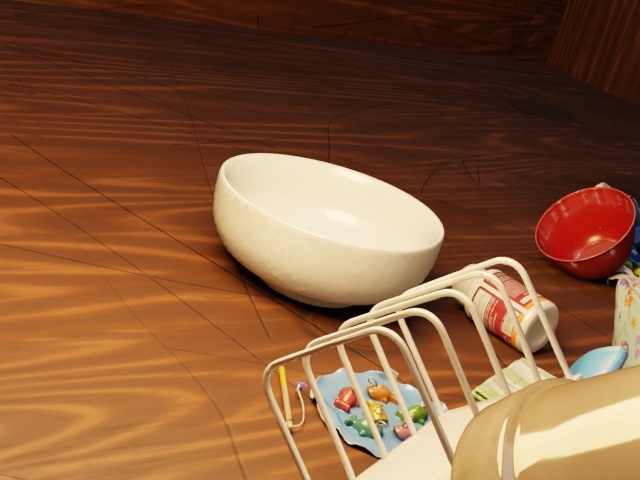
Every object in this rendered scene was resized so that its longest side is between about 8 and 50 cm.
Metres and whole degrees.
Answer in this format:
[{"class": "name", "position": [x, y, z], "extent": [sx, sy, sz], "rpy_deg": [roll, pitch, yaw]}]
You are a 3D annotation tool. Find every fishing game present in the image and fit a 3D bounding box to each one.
[{"class": "fishing game", "position": [0.080, 0.197, 1.449], "extent": [0.264, 0.041, 0.189], "rpy_deg": [15, 22, -8]}]

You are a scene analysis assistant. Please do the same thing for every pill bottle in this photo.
[{"class": "pill bottle", "position": [0.270, 0.096, 1.806], "extent": [0.086, 0.086, 0.152], "rpy_deg": [-3, 28, -44]}]

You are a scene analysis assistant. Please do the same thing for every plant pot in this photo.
[{"class": "plant pot", "position": [0.317, 0.225, 1.024], "extent": [0.323, 0.280, 0.323], "rpy_deg": [27, 43, -29]}]

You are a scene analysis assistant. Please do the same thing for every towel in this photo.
[{"class": "towel", "position": [0.279, 0.203, 1.620], "extent": [0.113, 0.023, 0.152], "rpy_deg": [26, 22, 26]}]

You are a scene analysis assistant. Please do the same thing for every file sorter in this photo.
[{"class": "file sorter", "position": [0.107, 0.144, 1.246], "extent": [0.193, 0.173, 0.277], "rpy_deg": [-22, 1, 37]}]

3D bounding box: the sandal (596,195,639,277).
[{"class": "sandal", "position": [0.617, 0.022, 2.215], "extent": [0.317, 0.138, 0.126], "rpy_deg": [28, 14, 24]}]

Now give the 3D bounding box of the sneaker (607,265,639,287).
[{"class": "sneaker", "position": [0.556, 0.086, 2.159], "extent": [0.109, 0.040, 0.044], "rpy_deg": [30, 52, 19]}]

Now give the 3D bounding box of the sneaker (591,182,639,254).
[{"class": "sneaker", "position": [0.556, -0.021, 2.380], "extent": [0.217, 0.121, 0.079], "rpy_deg": [41, 38, -29]}]

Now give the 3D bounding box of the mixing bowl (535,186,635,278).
[{"class": "mixing bowl", "position": [0.482, 0.002, 2.165], "extent": [0.098, 0.181, 0.181], "rpy_deg": [58, -6, -35]}]

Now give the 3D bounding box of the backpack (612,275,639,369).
[{"class": "backpack", "position": [0.508, 0.152, 1.650], "extent": [0.191, 0.225, 0.253], "rpy_deg": [-7, 23, -12]}]

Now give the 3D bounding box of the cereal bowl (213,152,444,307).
[{"class": "cereal bowl", "position": [0.000, 0.000, 1.760], "extent": [0.339, 0.141, 0.339], "rpy_deg": [15, 19, -5]}]

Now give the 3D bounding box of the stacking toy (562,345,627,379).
[{"class": "stacking toy", "position": [0.375, 0.275, 1.358], "extent": [0.302, 0.166, 0.175], "rpy_deg": [37, -22, 6]}]
